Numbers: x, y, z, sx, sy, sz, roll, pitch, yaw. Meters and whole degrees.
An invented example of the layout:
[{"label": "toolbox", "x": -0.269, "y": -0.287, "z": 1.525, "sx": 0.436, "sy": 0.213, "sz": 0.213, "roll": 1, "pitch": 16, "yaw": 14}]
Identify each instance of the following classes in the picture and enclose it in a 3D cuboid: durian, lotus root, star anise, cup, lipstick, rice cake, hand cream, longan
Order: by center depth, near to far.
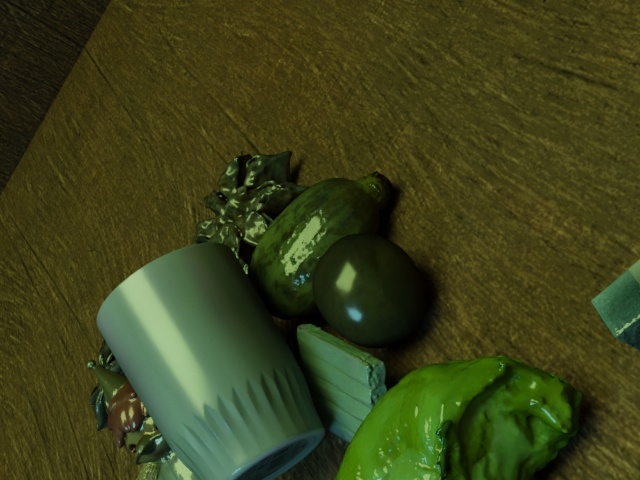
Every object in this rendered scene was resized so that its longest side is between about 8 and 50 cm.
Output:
[{"label": "lipstick", "x": 0.467, "y": 0.002, "z": 1.079, "sx": 0.317, "sy": 0.066, "sz": 0.068, "roll": -46, "pitch": 41, "yaw": 23}, {"label": "durian", "x": 0.149, "y": 0.281, "z": 1.183, "sx": 0.340, "sy": 0.204, "sz": 0.255, "roll": -14, "pitch": 46, "yaw": 48}, {"label": "rice cake", "x": 0.036, "y": 0.236, "z": 1.427, "sx": 0.198, "sy": 0.037, "sz": 0.189, "roll": 9, "pitch": 110, "yaw": 55}, {"label": "longan", "x": 0.073, "y": 0.077, "z": 1.427, "sx": 0.189, "sy": 0.189, "sz": 0.189, "roll": -27, "pitch": 50, "yaw": 39}, {"label": "cup", "x": -0.172, "y": 0.204, "z": 1.468, "sx": 0.253, "sy": 0.253, "sz": 0.371, "roll": -45, "pitch": 66, "yaw": 24}, {"label": "lotus root", "x": 0.000, "y": 0.000, "z": 1.578, "sx": 0.309, "sy": 0.173, "sz": 0.173, "roll": -51, "pitch": 38, "yaw": 7}, {"label": "hand cream", "x": -0.327, "y": 0.460, "z": 1.768, "sx": 0.084, "sy": 0.084, "sz": 0.203, "roll": -16, "pitch": 54, "yaw": 45}, {"label": "star anise", "x": -0.150, "y": -0.040, "z": 1.806, "sx": 0.332, "sy": 0.118, "sz": 0.331, "roll": -24, "pitch": 51, "yaw": 34}, {"label": "star anise", "x": -0.432, "y": 0.297, "z": 1.975, "sx": 0.231, "sy": 0.089, "sz": 0.209, "roll": -29, "pitch": 62, "yaw": 45}]

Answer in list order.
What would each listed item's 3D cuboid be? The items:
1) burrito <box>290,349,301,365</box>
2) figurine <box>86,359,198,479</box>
[{"label": "burrito", "x": -0.173, "y": 0.241, "z": 1.690, "sx": 0.348, "sy": 0.107, "sz": 0.175, "roll": -43, "pitch": 55, "yaw": 29}, {"label": "figurine", "x": -0.271, "y": 0.337, "z": 1.592, "sx": 0.207, "sy": 0.166, "sz": 0.387, "roll": -46, "pitch": 78, "yaw": 23}]
